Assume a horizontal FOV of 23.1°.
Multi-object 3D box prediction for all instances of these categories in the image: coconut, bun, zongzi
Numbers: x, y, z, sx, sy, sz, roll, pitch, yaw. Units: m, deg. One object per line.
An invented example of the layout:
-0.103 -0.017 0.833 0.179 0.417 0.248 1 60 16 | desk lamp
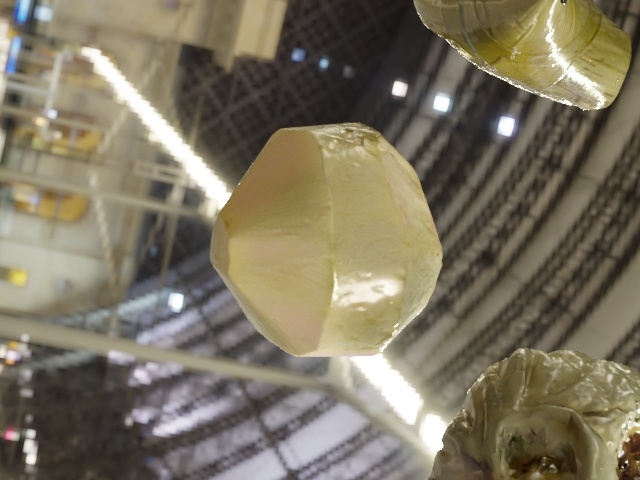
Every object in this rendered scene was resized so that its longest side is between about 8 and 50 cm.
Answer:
0.000 0.000 1.657 0.259 0.259 0.259 -168 -90 -76 | coconut
0.231 0.242 1.573 0.282 0.205 0.281 -13 -115 29 | bun
0.228 -0.189 1.421 0.256 0.228 0.115 18 -96 65 | zongzi
